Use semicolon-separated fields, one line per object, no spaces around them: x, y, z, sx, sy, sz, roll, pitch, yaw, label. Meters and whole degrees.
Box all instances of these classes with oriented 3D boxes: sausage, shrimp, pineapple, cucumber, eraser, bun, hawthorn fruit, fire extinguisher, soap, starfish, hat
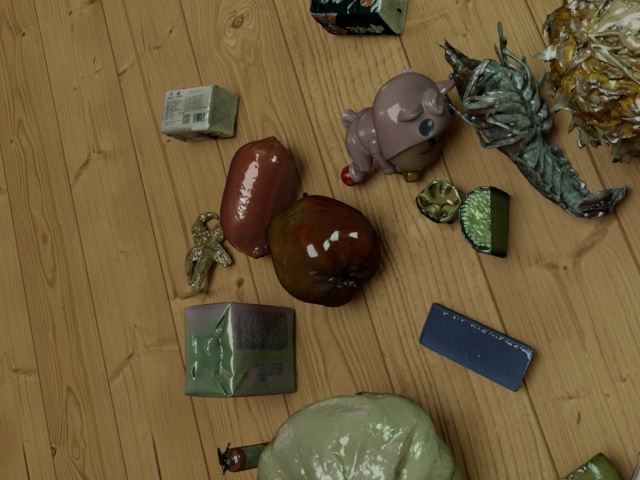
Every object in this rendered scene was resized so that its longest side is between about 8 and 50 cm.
-0.133;-0.094;1.756;0.148;0.148;0.254;24;98;36;sausage
0.338;-0.201;1.422;0.410;0.221;0.166;60;143;6;shrimp
0.482;-0.257;1.190;0.352;0.300;0.352;-4;84;41;pineapple
0.285;-0.031;1.464;0.062;0.115;0.116;3;88;33;cucumber
0.269;0.184;1.491;0.225;0.036;0.082;24;97;36;eraser
0.064;0.441;1.418;0.365;0.219;0.365;5;119;10;bun
0.000;0.000;1.629;0.208;0.208;0.248;-48;43;20;hawthorn fruit
-0.141;0.422;1.663;0.050;0.177;0.062;10;90;37;fire extinguisher
-0.161;0.219;1.695;0.138;0.199;0.182;-7;80;38;soap
-0.251;0.013;1.879;0.150;0.053;0.209;39;104;28;starfish
0.222;-0.066;1.550;0.077;0.059;0.076;41;91;27;hat

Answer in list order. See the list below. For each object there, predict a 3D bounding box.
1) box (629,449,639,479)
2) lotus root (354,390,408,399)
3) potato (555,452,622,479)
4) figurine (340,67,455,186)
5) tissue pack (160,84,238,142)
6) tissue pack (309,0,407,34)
0.599;0.311;1.195;0.252;0.106;0.203;24;96;37;box
0.105;0.325;1.545;0.122;0.112;0.081;3;68;5;lotus root
0.376;0.464;1.316;0.176;0.141;0.298;28;93;22;potato
0.143;-0.205;1.591;0.287;0.176;0.186;-21;113;48;figurine
-0.271;-0.283;1.906;0.149;0.099;0.106;1;82;36;tissue pack
0.075;-0.461;1.685;0.170;0.103;0.090;8;81;36;tissue pack
